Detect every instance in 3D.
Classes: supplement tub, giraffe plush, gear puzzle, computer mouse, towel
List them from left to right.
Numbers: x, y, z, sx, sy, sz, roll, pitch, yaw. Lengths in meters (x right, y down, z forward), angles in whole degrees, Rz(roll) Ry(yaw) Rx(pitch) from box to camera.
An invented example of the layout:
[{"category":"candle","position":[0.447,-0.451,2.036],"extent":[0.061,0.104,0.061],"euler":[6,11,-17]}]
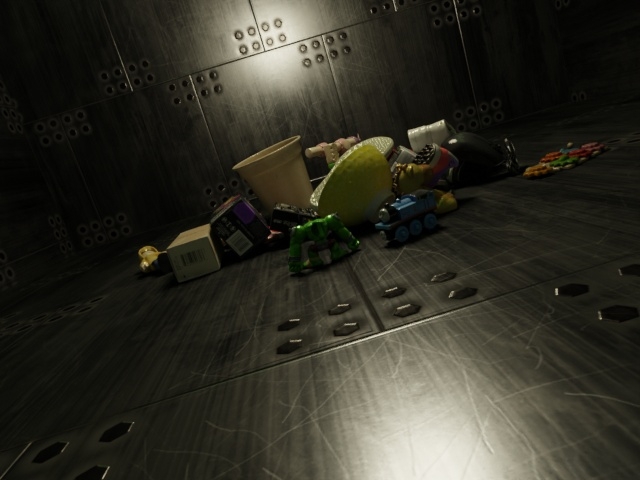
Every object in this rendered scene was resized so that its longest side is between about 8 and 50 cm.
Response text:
[{"category":"towel","position":[-0.106,-0.063,1.872],"extent":[0.329,0.037,0.237],"euler":[-21,14,-19]},{"category":"supplement tub","position":[0.285,-0.237,1.735],"extent":[0.117,0.190,0.117],"euler":[27,19,-10]},{"category":"giraffe plush","position":[0.284,-0.153,1.417],"extent":[0.210,0.170,0.181],"euler":[-25,15,-33]},{"category":"computer mouse","position":[0.561,-0.326,1.660],"extent":[0.272,0.072,0.188],"euler":[12,44,2]},{"category":"gear puzzle","position":[0.771,-0.266,1.557],"extent":[0.339,0.044,0.175],"euler":[-24,14,-29]}]

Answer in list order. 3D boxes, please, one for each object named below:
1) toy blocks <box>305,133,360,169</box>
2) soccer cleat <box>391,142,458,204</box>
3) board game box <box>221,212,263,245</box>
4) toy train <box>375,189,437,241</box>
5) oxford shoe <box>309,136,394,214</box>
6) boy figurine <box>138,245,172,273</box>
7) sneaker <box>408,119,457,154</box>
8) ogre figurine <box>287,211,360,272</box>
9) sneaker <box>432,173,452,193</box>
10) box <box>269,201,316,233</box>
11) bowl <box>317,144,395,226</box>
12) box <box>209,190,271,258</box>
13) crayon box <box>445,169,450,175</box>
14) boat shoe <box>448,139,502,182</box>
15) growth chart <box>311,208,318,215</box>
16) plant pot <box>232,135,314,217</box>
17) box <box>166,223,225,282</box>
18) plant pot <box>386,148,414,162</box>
[{"category":"toy blocks","position":[0.146,-0.328,2.141],"extent":[0.309,0.288,0.260],"euler":[-7,11,42]},{"category":"soccer cleat","position":[0.315,-0.185,1.568],"extent":[0.117,0.108,0.318],"euler":[19,-41,-21]},{"category":"board game box","position":[-0.348,-0.028,1.935],"extent":[0.260,0.039,0.124],"euler":[-33,13,-3]},{"category":"toy train","position":[0.227,-0.065,1.254],"extent":[0.184,0.105,0.080],"euler":[-22,13,-25]},{"category":"oxford shoe","position":[0.127,-0.231,1.785],"extent":[0.169,0.130,0.449],"euler":[16,56,41]},{"category":"boy figurine","position":[-0.627,0.069,1.865],"extent":[0.177,0.092,0.285],"euler":[-28,19,-33]},{"category":"sneaker","position":[0.460,-0.334,1.817],"extent":[0.169,0.292,0.108],"euler":[-17,53,22]},{"category":"ogre figurine","position":[0.000,0.000,1.245],"extent":[0.197,0.118,0.097],"euler":[-16,12,4]},{"category":"sneaker","position":[0.394,-0.220,1.678],"extent":[0.107,0.124,0.283],"euler":[-14,13,15]},{"category":"box","position":[-0.098,-0.073,1.659],"extent":[0.148,0.077,0.180],"euler":[12,10,-7]},{"category":"bowl","position":[0.144,-0.144,1.529],"extent":[0.156,0.289,0.289],"euler":[40,43,21]},{"category":"box","position":[-0.289,-0.063,1.705],"extent":[0.143,0.165,0.270],"euler":[-41,15,0]},{"category":"crayon box","position":[0.396,-0.317,2.113],"extent":[0.323,0.083,0.203],"euler":[-6,14,7]},{"category":"boat shoe","position":[0.586,-0.291,1.769],"extent":[0.113,0.127,0.340],"euler":[22,33,30]},{"category":"growth chart","position":[0.033,-0.127,1.876],"extent":[0.237,0.021,0.172],"euler":[-19,14,-24]},{"category":"plant pot","position":[-0.178,-0.260,2.144],"extent":[0.334,0.305,0.334],"euler":[-23,17,7]},{"category":"box","position":[-0.428,0.034,1.668],"extent":[0.148,0.121,0.311],"euler":[-19,12,-6]},{"category":"plant pot","position":[0.300,-0.271,1.897],"extent":[0.174,0.191,0.191],"euler":[3,22,43]}]
